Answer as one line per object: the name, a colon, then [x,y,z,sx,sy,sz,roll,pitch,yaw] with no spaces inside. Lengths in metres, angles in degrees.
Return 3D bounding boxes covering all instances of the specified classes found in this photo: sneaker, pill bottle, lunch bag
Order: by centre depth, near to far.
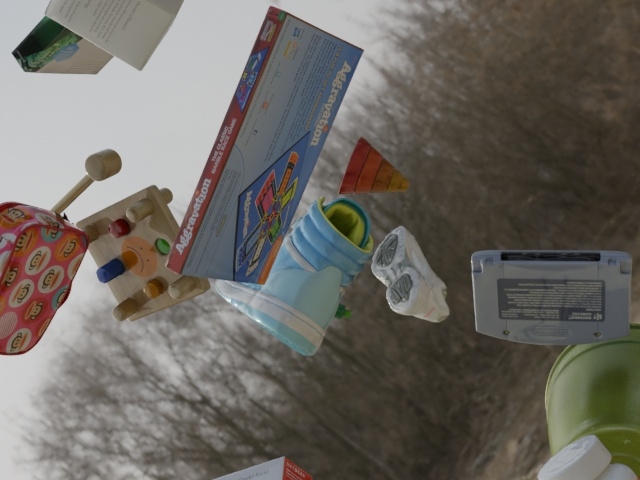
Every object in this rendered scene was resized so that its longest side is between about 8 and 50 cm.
pill bottle: [0.404,0.383,1.418,0.121,0.221,0.121,-37,-3,-3]
sneaker: [-0.027,0.030,1.434,0.208,0.127,0.319,-56,22,-4]
sneaker: [0.162,0.068,1.797,0.090,0.115,0.232,-46,29,23]
lunch bag: [-0.572,0.079,1.997,0.293,0.120,0.258,-60,-25,6]

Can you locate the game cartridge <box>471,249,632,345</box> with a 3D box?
game cartridge: [0.445,0.112,2.010,0.062,0.297,0.198,-70,-24,-51]

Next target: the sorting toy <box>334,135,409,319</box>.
sorting toy: [0.069,-0.012,1.970,0.127,0.126,0.365,103,-173,-77]

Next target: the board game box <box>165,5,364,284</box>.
board game box: [-0.056,-0.090,1.085,0.145,0.027,0.281,12,-76,-54]

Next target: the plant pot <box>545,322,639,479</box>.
plant pot: [0.598,0.393,2.016,0.366,0.366,0.353,-60,-8,24]

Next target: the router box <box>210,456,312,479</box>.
router box: [-0.177,0.543,1.706,0.336,0.082,0.301,-24,40,29]

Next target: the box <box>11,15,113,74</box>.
box: [-0.419,-0.444,2.022,0.322,0.058,0.232,-40,-9,24]

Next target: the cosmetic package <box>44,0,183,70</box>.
cosmetic package: [-0.323,-0.412,1.711,0.151,0.184,0.151,-44,23,46]

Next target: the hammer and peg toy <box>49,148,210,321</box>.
hammer and peg toy: [-0.411,-0.014,2.223,0.266,0.361,0.127,-23,10,35]

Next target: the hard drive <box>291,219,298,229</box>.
hard drive: [0.000,0.000,2.125,0.022,0.094,0.135,-54,21,-4]
